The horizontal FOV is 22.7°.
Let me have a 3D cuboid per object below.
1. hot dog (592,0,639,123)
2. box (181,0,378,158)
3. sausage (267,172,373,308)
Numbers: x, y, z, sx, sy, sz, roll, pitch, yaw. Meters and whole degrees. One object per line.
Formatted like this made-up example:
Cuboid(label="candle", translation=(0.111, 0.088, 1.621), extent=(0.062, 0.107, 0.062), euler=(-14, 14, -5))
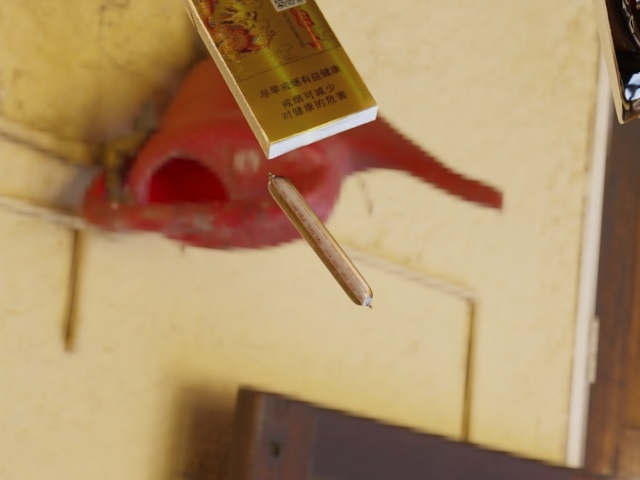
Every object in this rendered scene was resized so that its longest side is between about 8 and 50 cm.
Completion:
Cuboid(label="hot dog", translation=(0.173, -0.223, 0.803), extent=(0.107, 0.326, 0.194), euler=(-11, 170, 9))
Cuboid(label="box", translation=(-0.032, -0.136, 1.132), extent=(0.089, 0.156, 0.022), euler=(-22, 155, -19))
Cuboid(label="sausage", translation=(0.000, 0.000, 0.939), extent=(0.015, 0.100, 0.015), euler=(-37, 180, 0))
